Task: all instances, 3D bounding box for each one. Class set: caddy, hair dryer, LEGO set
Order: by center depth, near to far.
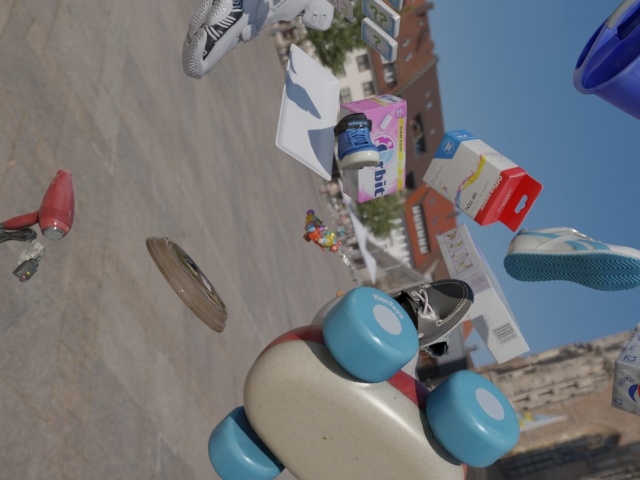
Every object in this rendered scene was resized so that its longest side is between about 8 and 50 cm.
[{"bbox_3d":[0.028,-0.407,1.068,0.244,0.060,0.182,46,-12,16],"label":"LEGO set"},{"bbox_3d":[0.648,-0.407,1.275,0.179,0.341,0.241,31,37,-13],"label":"caddy"},{"bbox_3d":[-0.703,-0.058,1.598,0.224,0.293,0.080,28,-21,25],"label":"hair dryer"}]

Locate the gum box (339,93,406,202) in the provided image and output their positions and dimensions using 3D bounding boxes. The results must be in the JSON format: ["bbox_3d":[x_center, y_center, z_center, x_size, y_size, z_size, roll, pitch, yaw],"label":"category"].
[{"bbox_3d":[0.099,-0.168,1.231,0.062,0.107,0.188,40,-40,51],"label":"gum box"}]

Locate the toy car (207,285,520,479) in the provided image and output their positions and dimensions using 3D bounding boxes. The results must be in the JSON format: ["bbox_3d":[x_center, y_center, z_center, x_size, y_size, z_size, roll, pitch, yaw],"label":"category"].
[{"bbox_3d":[0.051,0.133,0.635,0.210,0.219,0.238,40,29,-2],"label":"toy car"}]

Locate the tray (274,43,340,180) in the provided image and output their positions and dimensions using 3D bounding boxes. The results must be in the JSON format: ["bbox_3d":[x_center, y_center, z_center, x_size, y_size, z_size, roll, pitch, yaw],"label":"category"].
[{"bbox_3d":[-0.028,-0.252,1.301,0.145,0.030,0.270,30,51,-34],"label":"tray"}]

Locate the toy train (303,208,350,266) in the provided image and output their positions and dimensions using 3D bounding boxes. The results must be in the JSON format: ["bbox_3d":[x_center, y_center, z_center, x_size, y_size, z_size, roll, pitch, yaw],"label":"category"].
[{"bbox_3d":[0.000,0.000,1.490,0.166,0.046,0.125,45,17,-43],"label":"toy train"}]

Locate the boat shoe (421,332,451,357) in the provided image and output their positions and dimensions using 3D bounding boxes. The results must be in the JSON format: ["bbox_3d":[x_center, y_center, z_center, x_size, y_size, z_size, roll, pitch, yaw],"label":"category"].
[{"bbox_3d":[0.266,0.239,1.558,0.227,0.079,0.081,37,34,-62],"label":"boat shoe"}]

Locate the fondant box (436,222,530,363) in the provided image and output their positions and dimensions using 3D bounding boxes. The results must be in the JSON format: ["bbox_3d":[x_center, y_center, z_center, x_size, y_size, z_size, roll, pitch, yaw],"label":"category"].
[{"bbox_3d":[0.432,0.135,1.776,0.238,0.096,0.330,54,15,-26],"label":"fondant box"}]

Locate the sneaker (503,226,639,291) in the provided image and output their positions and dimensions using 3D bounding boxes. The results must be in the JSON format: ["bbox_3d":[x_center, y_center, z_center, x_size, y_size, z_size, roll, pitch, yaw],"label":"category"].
[{"bbox_3d":[0.428,0.022,1.092,0.092,0.229,0.087,-59,146,-42],"label":"sneaker"}]

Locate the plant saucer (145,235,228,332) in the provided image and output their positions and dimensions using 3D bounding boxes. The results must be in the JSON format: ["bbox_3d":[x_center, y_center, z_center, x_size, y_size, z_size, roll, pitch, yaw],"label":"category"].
[{"bbox_3d":[-0.299,0.093,1.515,0.278,0.041,0.278,51,-3,3],"label":"plant saucer"}]

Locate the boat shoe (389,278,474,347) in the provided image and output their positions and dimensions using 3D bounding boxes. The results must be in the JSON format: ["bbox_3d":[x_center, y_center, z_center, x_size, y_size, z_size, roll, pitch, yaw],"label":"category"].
[{"bbox_3d":[0.142,0.161,1.280,0.112,0.335,0.095,68,7,30],"label":"boat shoe"}]

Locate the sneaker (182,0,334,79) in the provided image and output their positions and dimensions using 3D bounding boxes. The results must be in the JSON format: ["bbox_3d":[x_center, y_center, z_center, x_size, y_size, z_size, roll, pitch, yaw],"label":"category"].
[{"bbox_3d":[-0.106,-0.438,1.273,0.210,0.365,0.137,24,22,-32],"label":"sneaker"}]

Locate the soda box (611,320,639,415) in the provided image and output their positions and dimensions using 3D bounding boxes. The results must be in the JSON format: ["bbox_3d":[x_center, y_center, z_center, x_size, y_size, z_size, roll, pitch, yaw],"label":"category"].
[{"bbox_3d":[0.584,0.179,1.106,0.286,0.091,0.098,-33,125,-42],"label":"soda box"}]

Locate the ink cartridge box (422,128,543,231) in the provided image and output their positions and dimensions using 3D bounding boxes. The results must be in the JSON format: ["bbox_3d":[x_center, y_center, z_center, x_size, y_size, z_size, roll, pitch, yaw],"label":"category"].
[{"bbox_3d":[0.352,-0.128,1.444,0.231,0.078,0.134,43,-52,30],"label":"ink cartridge box"}]

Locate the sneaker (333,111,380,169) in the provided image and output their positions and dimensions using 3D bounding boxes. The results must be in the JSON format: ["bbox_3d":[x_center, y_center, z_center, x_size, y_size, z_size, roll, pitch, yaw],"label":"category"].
[{"bbox_3d":[0.053,-0.150,0.974,0.152,0.058,0.084,-137,-136,-85],"label":"sneaker"}]
